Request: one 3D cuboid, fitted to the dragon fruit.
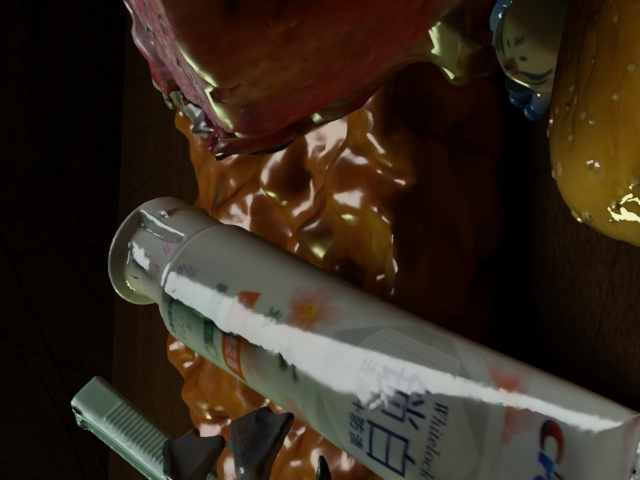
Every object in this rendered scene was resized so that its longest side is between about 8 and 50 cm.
[{"bbox_3d":[0.019,-0.204,0.615,0.314,0.263,0.296,93,151,-80],"label":"dragon fruit"}]

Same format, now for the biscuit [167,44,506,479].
[{"bbox_3d":[0.000,0.000,1.001,0.318,0.110,0.312,-8,79,62],"label":"biscuit"}]

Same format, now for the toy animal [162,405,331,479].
[{"bbox_3d":[-0.009,0.141,0.773,0.197,0.272,0.160,-83,-25,-46],"label":"toy animal"}]

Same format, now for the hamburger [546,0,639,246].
[{"bbox_3d":[0.126,-0.063,0.590,0.147,0.083,0.138,-126,43,-79],"label":"hamburger"}]

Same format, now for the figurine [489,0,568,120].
[{"bbox_3d":[0.106,-0.095,0.706,0.114,0.079,0.114,49,150,41],"label":"figurine"}]

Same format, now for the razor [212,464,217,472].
[{"bbox_3d":[0.006,0.077,1.158,0.068,0.106,0.232,-131,56,-74],"label":"razor"}]

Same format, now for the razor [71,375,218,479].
[{"bbox_3d":[-0.054,0.177,1.098,0.278,0.056,0.111,43,158,28],"label":"razor"}]

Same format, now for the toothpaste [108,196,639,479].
[{"bbox_3d":[0.021,0.062,0.806,0.323,0.066,0.100,27,115,42],"label":"toothpaste"}]
